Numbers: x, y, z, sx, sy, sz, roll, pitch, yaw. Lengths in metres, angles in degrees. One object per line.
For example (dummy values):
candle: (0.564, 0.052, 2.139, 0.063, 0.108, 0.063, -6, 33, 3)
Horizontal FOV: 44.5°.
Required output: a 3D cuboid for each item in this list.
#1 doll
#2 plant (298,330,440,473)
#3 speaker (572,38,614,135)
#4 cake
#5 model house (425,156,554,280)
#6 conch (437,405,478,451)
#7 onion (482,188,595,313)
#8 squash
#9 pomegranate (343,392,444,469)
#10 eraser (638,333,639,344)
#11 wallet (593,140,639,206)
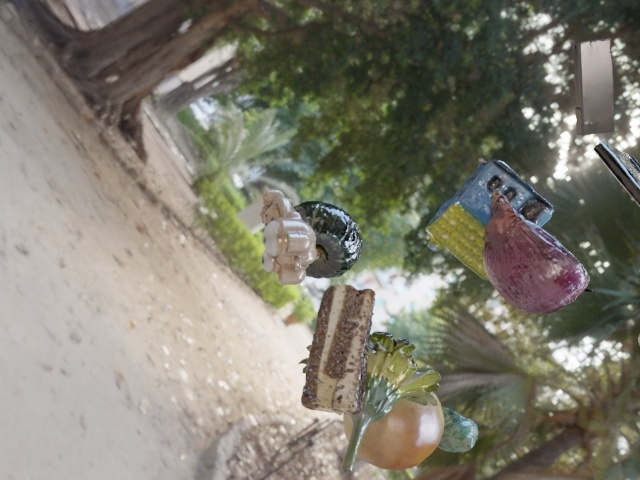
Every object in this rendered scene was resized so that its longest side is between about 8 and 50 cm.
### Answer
doll: (-0.085, -0.013, 1.748, 0.278, 0.119, 0.154, -125, -142, -62)
plant: (0.095, 0.312, 1.697, 0.297, 0.306, 0.261, -54, 150, -55)
speaker: (0.645, -0.363, 1.851, 0.044, 0.082, 0.218, -86, 168, -76)
cake: (0.041, 0.220, 1.518, 0.135, 0.112, 0.245, 69, 29, -65)
model house: (0.451, -0.053, 2.165, 0.237, 0.303, 0.215, 40, 9, -1)
conch: (0.441, 0.635, 2.624, 0.188, 0.122, 0.175, 12, -56, 32)
onion: (0.481, 0.051, 1.930, 0.348, 0.159, 0.267, 47, -15, -9)
squash: (0.000, 0.000, 2.331, 0.252, 0.165, 0.252, 17, -44, 17)
pomegranate: (0.225, 0.536, 2.385, 0.319, 0.319, 0.319, 56, -2, 4)
eraser: (0.757, 0.246, 1.573, 0.081, 0.174, 0.227, 59, 18, -27)
wallet: (0.815, -0.117, 1.958, 0.173, 0.045, 0.318, 12, 41, -41)
